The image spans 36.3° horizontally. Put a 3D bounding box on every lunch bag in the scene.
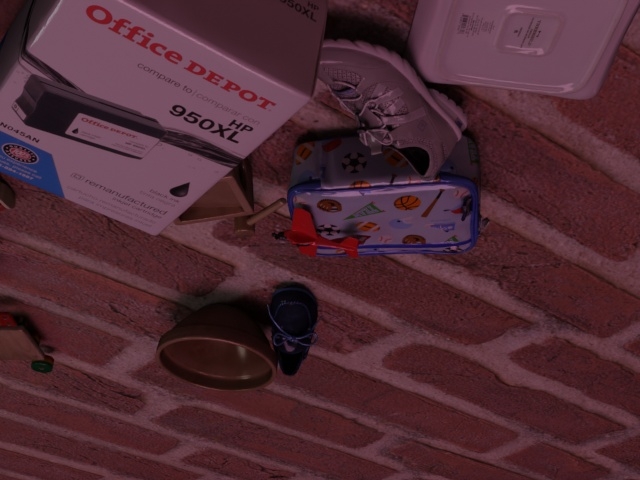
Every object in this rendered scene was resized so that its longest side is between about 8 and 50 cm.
[{"bbox_3d":[0.106,-0.058,1.498,0.303,0.115,0.243,0,149,6],"label":"lunch bag"}]

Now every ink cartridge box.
[{"bbox_3d":[-0.219,-0.195,1.164,0.285,0.166,0.395,24,145,-26],"label":"ink cartridge box"}]

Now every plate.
[{"bbox_3d":[0.256,-0.272,1.217,0.278,0.045,0.277,6,147,-3],"label":"plate"}]

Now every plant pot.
[{"bbox_3d":[-0.196,0.199,1.909,0.237,0.110,0.237,5,147,3],"label":"plant pot"}]

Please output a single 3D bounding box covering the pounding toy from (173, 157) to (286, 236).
[{"bbox_3d":[-0.143,-0.085,1.500,0.181,0.094,0.206,-8,155,8],"label":"pounding toy"}]

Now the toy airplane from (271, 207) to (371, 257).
[{"bbox_3d":[0.000,0.000,1.476,0.151,0.028,0.151,6,153,3],"label":"toy airplane"}]

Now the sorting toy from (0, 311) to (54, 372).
[{"bbox_3d":[-0.648,0.192,1.998,0.132,0.046,0.274,-1,147,7],"label":"sorting toy"}]

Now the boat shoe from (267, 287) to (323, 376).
[{"bbox_3d":[-0.045,0.183,1.897,0.109,0.089,0.258,-1,147,5],"label":"boat shoe"}]

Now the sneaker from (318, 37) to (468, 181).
[{"bbox_3d":[0.082,-0.173,1.288,0.281,0.115,0.105,27,168,-31],"label":"sneaker"}]

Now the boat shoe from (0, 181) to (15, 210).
[{"bbox_3d":[-0.535,-0.090,1.559,0.043,0.049,0.137,-2,151,11],"label":"boat shoe"}]
